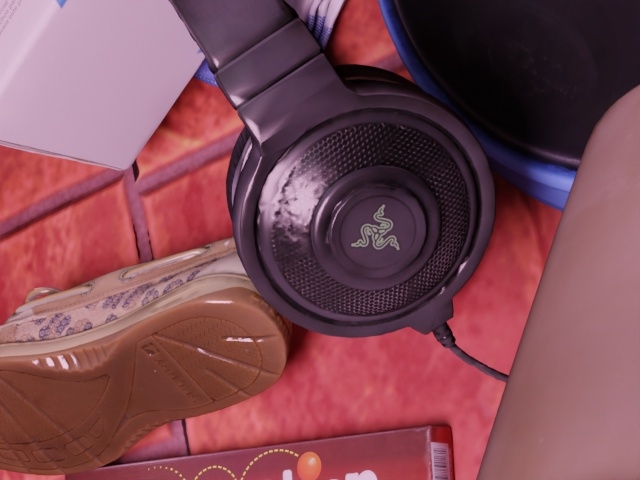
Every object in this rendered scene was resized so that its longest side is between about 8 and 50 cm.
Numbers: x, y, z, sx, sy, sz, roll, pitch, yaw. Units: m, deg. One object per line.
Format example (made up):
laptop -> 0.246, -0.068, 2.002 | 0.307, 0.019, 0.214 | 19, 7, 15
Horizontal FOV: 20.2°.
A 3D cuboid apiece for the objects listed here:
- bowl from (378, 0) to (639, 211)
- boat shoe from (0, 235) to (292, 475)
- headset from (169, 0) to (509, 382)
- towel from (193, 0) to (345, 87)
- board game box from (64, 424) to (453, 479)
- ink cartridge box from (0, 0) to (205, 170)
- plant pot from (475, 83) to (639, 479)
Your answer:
bowl -> 0.191, -0.199, 0.943 | 0.391, 0.077, 0.391 | -7, 77, 35
boat shoe -> -0.130, 0.072, 1.130 | 0.285, 0.104, 0.089 | -17, 33, 29
headset -> 0.000, 0.000, 0.949 | 0.185, 0.243, 0.394 | -34, 87, 2
towel -> -0.039, -0.239, 1.145 | 0.209, 0.034, 0.285 | 25, 97, 37
board game box -> -0.042, 0.197, 1.076 | 0.281, 0.027, 0.145 | -12, 74, 34
ink cartridge box -> -0.174, -0.231, 1.154 | 0.223, 0.129, 0.307 | -53, 50, 23
plant pot -> 0.205, 0.083, 0.771 | 0.323, 0.323, 0.280 | -15, 57, 33
